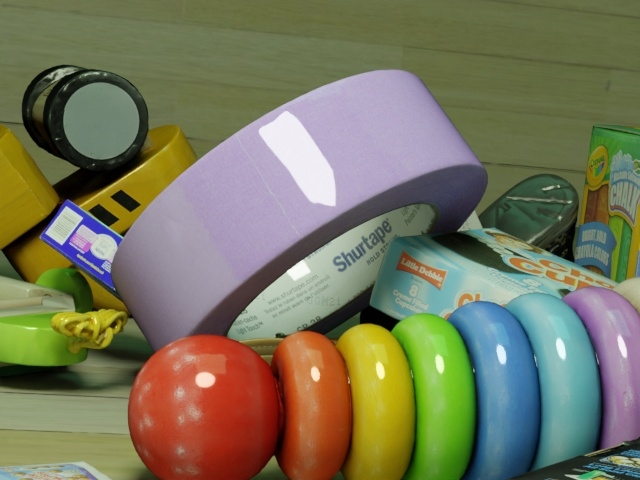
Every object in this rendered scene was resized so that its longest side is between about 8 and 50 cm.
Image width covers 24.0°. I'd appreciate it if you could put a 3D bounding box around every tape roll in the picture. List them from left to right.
[{"bbox_3d":[-0.014,-0.005,1.108,0.275,0.090,0.275,-30,-16,-9],"label":"tape roll"}]

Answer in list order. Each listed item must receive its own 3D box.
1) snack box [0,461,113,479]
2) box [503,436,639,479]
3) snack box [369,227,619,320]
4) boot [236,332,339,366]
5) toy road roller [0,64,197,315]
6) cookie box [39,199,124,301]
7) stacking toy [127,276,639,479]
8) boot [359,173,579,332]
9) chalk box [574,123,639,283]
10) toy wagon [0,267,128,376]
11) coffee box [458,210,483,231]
[{"bbox_3d":[-0.108,0.140,0.728,0.064,0.022,0.178,1,7,-33],"label":"snack box"},{"bbox_3d":[0.220,0.155,0.642,0.295,0.073,0.293,9,6,34],"label":"box"},{"bbox_3d":[0.216,0.079,1.090,0.322,0.060,0.187,25,14,26],"label":"snack box"},{"bbox_3d":[-0.035,0.097,1.034,0.197,0.073,0.152,9,0,-35],"label":"boot"},{"bbox_3d":[-0.266,-0.009,1.451,0.329,0.240,0.202,-34,17,-11],"label":"toy road roller"},{"bbox_3d":[-0.160,0.023,1.208,0.092,0.040,0.107,32,-9,29],"label":"cookie box"},{"bbox_3d":[0.055,0.093,0.875,0.330,0.141,0.141,-1,7,-14],"label":"stacking toy"},{"bbox_3d":[0.158,0.060,1.439,0.085,0.236,0.178,48,-10,36],"label":"boot"},{"bbox_3d":[0.333,-0.011,1.314,0.179,0.289,0.180,5,5,-7],"label":"chalk box"},{"bbox_3d":[-0.297,0.057,1.150,0.344,0.068,0.267,12,9,33],"label":"toy wagon"},{"bbox_3d":[0.000,0.000,1.327,0.246,0.098,0.141,-26,10,-8],"label":"coffee box"}]
